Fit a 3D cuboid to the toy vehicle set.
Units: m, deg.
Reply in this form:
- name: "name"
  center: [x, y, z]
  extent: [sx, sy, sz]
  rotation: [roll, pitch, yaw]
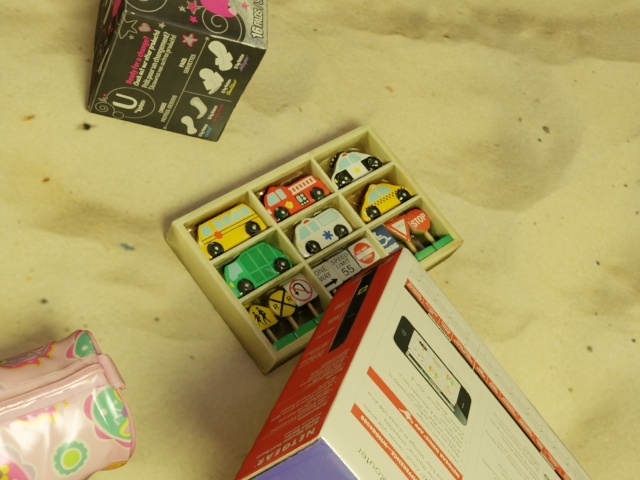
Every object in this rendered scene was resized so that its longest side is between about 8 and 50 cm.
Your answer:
- name: "toy vehicle set"
  center: [0.000, 0.000, 1.059]
  extent: [0.267, 0.035, 0.166]
  rotation: [-30, 76, -35]

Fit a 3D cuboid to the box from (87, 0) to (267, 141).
- name: "box"
  center: [-0.143, -0.253, 1.074]
  extent: [0.142, 0.163, 0.247]
  rotation: [10, 56, -20]

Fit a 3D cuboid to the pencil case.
- name: "pencil case"
  center: [-0.282, 0.159, 0.785]
  extent: [0.284, 0.124, 0.124]
  rotation: [-16, 68, -32]

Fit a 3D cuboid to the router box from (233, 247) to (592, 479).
- name: "router box"
  center: [0.109, 0.206, 0.821]
  extent: [0.335, 0.082, 0.301]
  rotation: [51, 26, -8]
